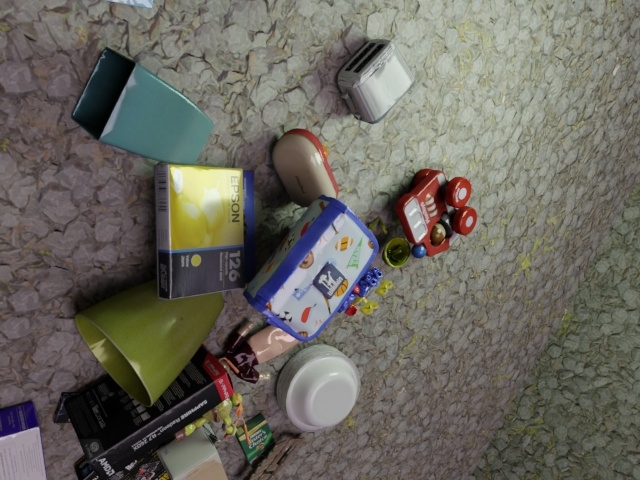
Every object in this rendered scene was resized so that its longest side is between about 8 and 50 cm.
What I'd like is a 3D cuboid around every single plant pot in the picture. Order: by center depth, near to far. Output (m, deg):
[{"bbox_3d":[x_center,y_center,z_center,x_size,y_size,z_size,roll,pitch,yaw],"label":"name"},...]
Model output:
[{"bbox_3d":[-0.360,-0.264,1.116,0.234,0.165,0.166,22,99,-48],"label":"plant pot"},{"bbox_3d":[-0.392,0.203,1.296,0.293,0.274,0.275,-41,133,-34],"label":"plant pot"}]

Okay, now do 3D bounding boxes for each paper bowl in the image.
[{"bbox_3d":[0.006,0.509,1.767,0.284,0.148,0.285,-8,106,-27],"label":"paper bowl"}]

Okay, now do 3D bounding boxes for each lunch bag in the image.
[{"bbox_3d":[-0.023,0.078,1.347,0.328,0.238,0.385,-52,167,-7],"label":"lunch bag"}]

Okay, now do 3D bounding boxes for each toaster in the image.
[{"bbox_3d":[0.154,-0.441,1.425,0.227,0.129,0.146,-46,130,-6],"label":"toaster"}]

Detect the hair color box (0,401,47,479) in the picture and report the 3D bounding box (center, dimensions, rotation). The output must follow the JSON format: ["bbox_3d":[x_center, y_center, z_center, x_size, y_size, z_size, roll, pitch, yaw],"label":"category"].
[{"bbox_3d":[-0.836,0.523,1.212,0.338,0.110,0.185,-10,120,-34],"label":"hair color box"}]

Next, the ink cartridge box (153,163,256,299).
[{"bbox_3d":[-0.254,-0.026,1.272,0.307,0.072,0.304,-6,96,-48],"label":"ink cartridge box"}]

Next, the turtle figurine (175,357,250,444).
[{"bbox_3d":[-0.303,0.483,1.459,0.217,0.087,0.270,-17,99,-19],"label":"turtle figurine"}]

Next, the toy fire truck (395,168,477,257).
[{"bbox_3d":[0.367,-0.077,1.729,0.254,0.169,0.302,-42,131,-20],"label":"toy fire truck"}]

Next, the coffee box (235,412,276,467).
[{"bbox_3d":[-0.220,0.692,1.804,0.113,0.040,0.184,-28,127,-23],"label":"coffee box"}]

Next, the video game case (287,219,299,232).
[{"bbox_3d":[0.000,0.000,1.613,0.183,0.023,0.201,-29,127,-22],"label":"video game case"}]

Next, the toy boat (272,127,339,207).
[{"bbox_3d":[-0.027,-0.209,1.427,0.151,0.150,0.231,-62,142,-36],"label":"toy boat"}]

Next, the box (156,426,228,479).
[{"bbox_3d":[-0.361,0.711,1.556,0.148,0.121,0.311,-28,131,-24],"label":"box"}]

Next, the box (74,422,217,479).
[{"bbox_3d":[-0.501,0.621,1.535,0.322,0.079,0.257,-41,133,-13],"label":"box"}]

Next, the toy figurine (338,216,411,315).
[{"bbox_3d":[0.118,0.119,1.712,0.362,0.191,0.217,-48,179,-37],"label":"toy figurine"}]

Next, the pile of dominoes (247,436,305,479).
[{"bbox_3d":[-0.182,0.793,1.868,0.251,0.040,0.196,-52,149,0],"label":"pile of dominoes"}]

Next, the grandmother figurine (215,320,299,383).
[{"bbox_3d":[-0.210,0.345,1.598,0.342,0.104,0.208,-25,99,-21],"label":"grandmother figurine"}]

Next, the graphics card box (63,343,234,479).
[{"bbox_3d":[-0.438,0.407,1.348,0.370,0.232,0.094,-29,129,-27],"label":"graphics card box"}]

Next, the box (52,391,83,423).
[{"bbox_3d":[-0.650,0.436,1.363,0.067,0.018,0.083,15,103,-41],"label":"box"}]

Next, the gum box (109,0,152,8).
[{"bbox_3d":[-0.415,-0.545,1.003,0.184,0.041,0.157,-4,116,-34],"label":"gum box"}]
